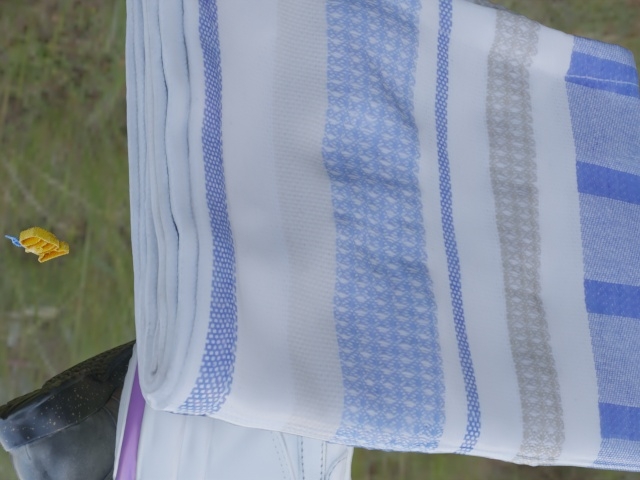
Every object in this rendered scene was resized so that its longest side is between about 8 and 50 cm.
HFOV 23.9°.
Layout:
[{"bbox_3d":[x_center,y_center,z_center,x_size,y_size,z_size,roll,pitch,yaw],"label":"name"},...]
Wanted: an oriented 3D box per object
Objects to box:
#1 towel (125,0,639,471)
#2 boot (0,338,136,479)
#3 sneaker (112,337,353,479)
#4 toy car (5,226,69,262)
[{"bbox_3d":[0.045,-0.017,0.607,0.285,0.209,0.034,13,154,-38],"label":"towel"},{"bbox_3d":[-0.133,0.160,1.043,0.083,0.161,0.246,-23,-178,20],"label":"boot"},{"bbox_3d":[0.000,0.000,0.737,0.152,0.305,0.114,13,171,-4],"label":"sneaker"},{"bbox_3d":[-0.216,-0.019,0.982,0.122,0.060,0.040,-3,154,32],"label":"toy car"}]
